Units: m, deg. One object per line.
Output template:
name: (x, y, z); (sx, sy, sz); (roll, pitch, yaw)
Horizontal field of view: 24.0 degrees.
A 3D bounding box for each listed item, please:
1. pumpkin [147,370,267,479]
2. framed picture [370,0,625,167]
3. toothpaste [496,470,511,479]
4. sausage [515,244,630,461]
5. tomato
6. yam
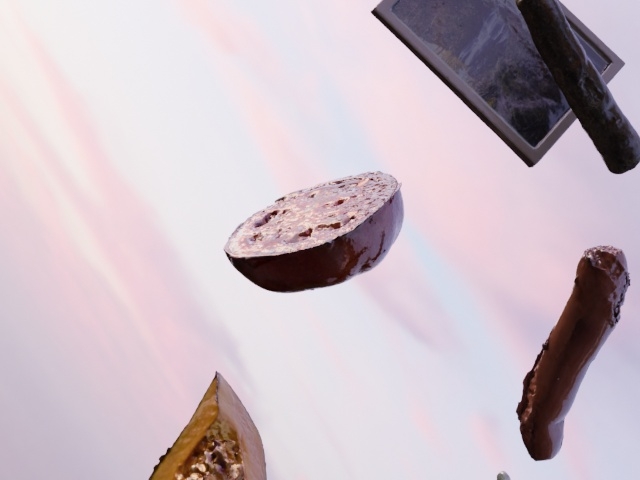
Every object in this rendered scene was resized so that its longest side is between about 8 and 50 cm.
pumpkin: (-0.161, 0.327, 1.976); (0.111, 0.163, 0.278); (46, 21, -30)
framed picture: (0.260, -0.291, 2.175); (0.324, 0.240, 0.020); (45, -24, 0)
toothpaste: (0.295, 0.415, 2.061); (0.255, 0.037, 0.067); (-115, -169, -46)
sausage: (0.307, 0.138, 1.845); (0.078, 0.078, 0.304); (44, -54, 41)
tomato: (0.001, 0.002, 1.761); (0.225, 0.225, 0.085); (30, -39, 65)
yam: (0.336, -0.211, 1.959); (0.274, 0.061, 0.061); (56, -11, -15)
